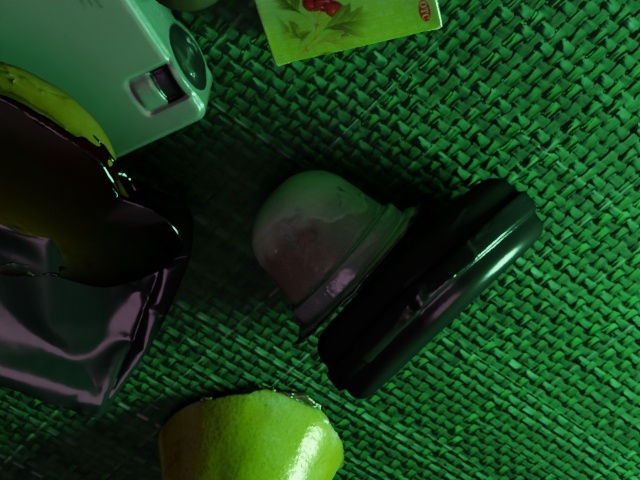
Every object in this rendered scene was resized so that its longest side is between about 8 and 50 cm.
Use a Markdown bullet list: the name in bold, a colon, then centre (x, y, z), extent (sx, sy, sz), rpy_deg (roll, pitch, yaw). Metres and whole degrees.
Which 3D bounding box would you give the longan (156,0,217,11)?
- **longan**: centre (-0.136, -0.272, 1.061), extent (0.113, 0.113, 0.092), rpy_deg (34, 145, -23)

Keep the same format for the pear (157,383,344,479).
- **pear**: centre (-0.099, 0.341, 1.496), extent (0.266, 0.178, 0.267), rpy_deg (0, 132, 0)

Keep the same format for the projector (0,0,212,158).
- **projector**: centre (-0.248, -0.210, 1.118), extent (0.192, 0.099, 0.257), rpy_deg (-22, 124, 19)

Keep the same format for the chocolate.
- **chocolate**: centre (-0.003, -0.001, 1.249), extent (0.147, 0.221, 0.221), rpy_deg (42, 122, 4)

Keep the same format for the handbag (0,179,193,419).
- **handbag**: centre (-0.324, 0.034, 1.261), extent (0.301, 0.178, 0.275), rpy_deg (20, 111, -16)

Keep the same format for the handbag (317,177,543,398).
- **handbag**: centre (0.116, 0.054, 1.230), extent (0.093, 0.254, 0.308), rpy_deg (47, 122, 9)

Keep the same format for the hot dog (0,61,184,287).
- **hot dog**: centre (-0.298, -0.078, 1.092), extent (0.194, 0.107, 0.326), rpy_deg (-31, 123, 21)

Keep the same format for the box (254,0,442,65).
- **box**: centre (0.005, -0.308, 1.057), extent (0.175, 0.062, 0.260), rpy_deg (-12, 126, 10)
